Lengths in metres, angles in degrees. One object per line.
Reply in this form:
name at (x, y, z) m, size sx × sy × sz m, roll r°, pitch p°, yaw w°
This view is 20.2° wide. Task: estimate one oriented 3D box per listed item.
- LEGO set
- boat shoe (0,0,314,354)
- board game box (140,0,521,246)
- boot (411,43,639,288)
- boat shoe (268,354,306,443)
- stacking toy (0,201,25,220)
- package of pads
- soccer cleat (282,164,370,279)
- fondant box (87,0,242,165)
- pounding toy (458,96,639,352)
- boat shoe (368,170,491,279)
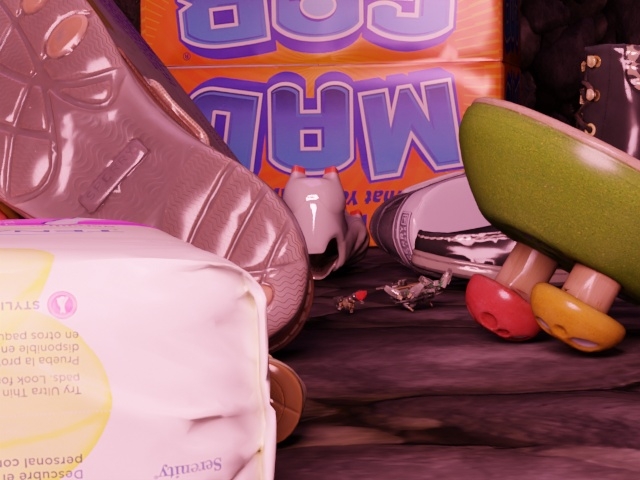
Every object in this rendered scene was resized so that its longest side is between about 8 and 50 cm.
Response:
LEGO set at (0.051, 0.039, 1.201) m, size 0.083 × 0.023 × 0.054 m, roll -14°, pitch 2°, yaw 2°
boat shoe at (-0.127, -0.045, 1.024) m, size 0.123 × 0.324 × 0.116 m, roll -42°, pitch -20°, yaw -2°
board game box at (0.026, -0.183, 1.898) m, size 0.356 × 0.356 × 0.356 m, roll 0°, pitch 4°, yaw 9°
boot at (0.185, -0.056, 1.331) m, size 0.236 × 0.179 × 0.085 m, roll 0°, pitch 4°, yaw 1°
boat shoe at (-0.071, 0.061, 0.744) m, size 0.135 × 0.050 × 0.045 m, roll 10°, pitch 3°, yaw 9°
stacking toy at (-0.222, 0.005, 1.090) m, size 0.141 × 0.141 × 0.330 m, roll -2°, pitch 11°, yaw -11°
package of pads at (-0.174, 0.046, 0.577) m, size 0.296 × 0.101 × 0.229 m, roll -2°, pitch 4°, yaw -12°
soccer cleat at (0.000, 0.000, 1.451) m, size 0.068 × 0.076 × 0.196 m, roll 1°, pitch -15°, yaw 8°
fondant box at (-0.139, -0.073, 1.250) m, size 0.096 × 0.238 × 0.330 m, roll -38°, pitch 3°, yaw 2°
pounding toy at (0.161, 0.024, 0.989) m, size 0.237 × 0.110 × 0.183 m, roll 29°, pitch -1°, yaw 11°
boat shoe at (0.185, -0.023, 1.476) m, size 0.301 × 0.108 × 0.102 m, roll -11°, pitch 9°, yaw -23°
